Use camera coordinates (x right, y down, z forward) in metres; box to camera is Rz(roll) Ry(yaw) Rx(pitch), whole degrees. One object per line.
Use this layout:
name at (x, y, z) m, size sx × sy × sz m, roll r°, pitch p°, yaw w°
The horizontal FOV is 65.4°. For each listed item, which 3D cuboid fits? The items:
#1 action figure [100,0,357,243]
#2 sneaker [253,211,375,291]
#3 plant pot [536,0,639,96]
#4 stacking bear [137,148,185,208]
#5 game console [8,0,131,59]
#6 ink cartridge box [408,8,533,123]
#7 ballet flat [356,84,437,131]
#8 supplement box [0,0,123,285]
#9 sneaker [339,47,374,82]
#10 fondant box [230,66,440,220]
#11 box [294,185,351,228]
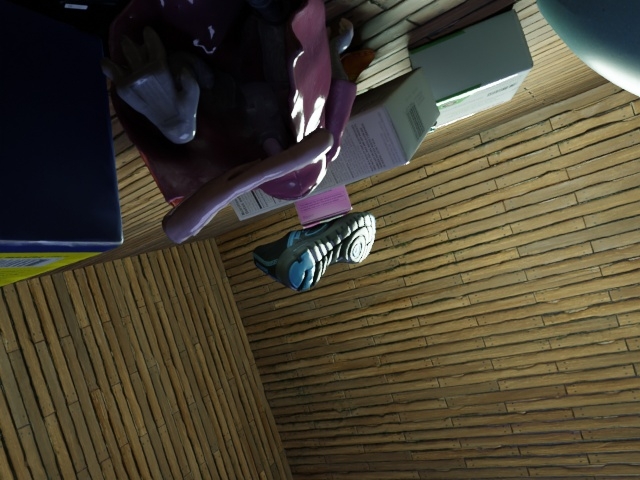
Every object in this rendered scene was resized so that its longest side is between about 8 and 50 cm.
action figure at (-0.032, -0.120, 0.500) m, size 0.248 × 0.276 × 0.370 m, roll -27°, pitch 163°, yaw 1°
sneaker at (0.000, 0.000, 1.122) m, size 0.139 × 0.125 × 0.340 m, roll 17°, pitch -155°, yaw 36°
plant pot at (0.345, -0.298, 0.515) m, size 0.195 × 0.291 × 0.290 m, roll 22°, pitch -162°, yaw 24°
stacking bear at (-0.120, -0.182, 0.720) m, size 0.288 × 0.164 × 0.175 m, roll -30°, pitch -160°, yaw -15°
game console at (-0.172, -0.223, 0.542) m, size 0.361 × 0.044 × 0.213 m, roll -16°, pitch 178°, yaw -43°
ink cartridge box at (0.300, -0.336, 1.032) m, size 0.201 × 0.117 × 0.278 m, roll -18°, pitch 179°, yaw 14°
ballet flat at (0.112, -0.261, 1.005) m, size 0.095 × 0.096 × 0.280 m, roll -15°, pitch -163°, yaw -36°
supplement box at (-0.373, -0.054, 0.446) m, size 0.356 × 0.194 × 0.195 m, roll -15°, pitch 171°, yaw 33°
sneaker at (0.037, -0.277, 0.871) m, size 0.064 × 0.068 × 0.175 m, roll -16°, pitch 177°, yaw -37°
fondant box at (0.016, -0.165, 0.855) m, size 0.330 × 0.096 × 0.238 m, roll -14°, pitch -158°, yaw 33°
box at (-0.023, -0.162, 1.154) m, size 0.117 × 0.243 × 0.213 m, roll -18°, pitch 179°, yaw -1°
